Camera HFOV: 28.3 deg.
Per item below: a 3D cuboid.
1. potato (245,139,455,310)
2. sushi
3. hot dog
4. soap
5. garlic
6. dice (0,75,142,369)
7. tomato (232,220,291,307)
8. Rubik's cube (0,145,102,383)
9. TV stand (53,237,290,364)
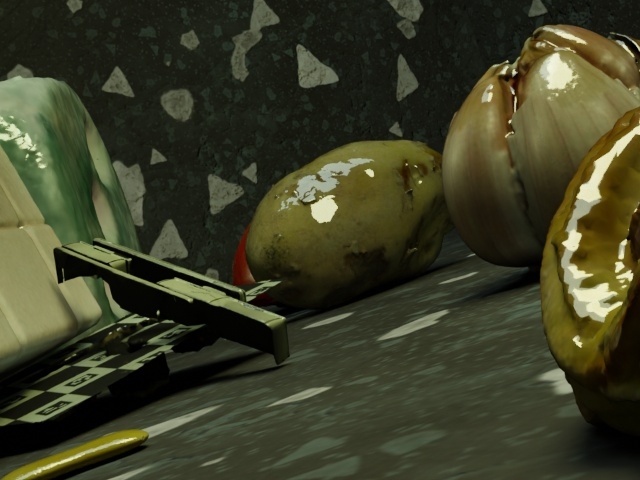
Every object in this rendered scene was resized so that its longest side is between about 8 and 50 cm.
[{"bbox_3d":[0.035,-0.022,1.381,0.262,0.164,0.165,-18,1,-29],"label":"potato"},{"bbox_3d":[-0.166,0.108,1.026,0.193,0.043,0.279,-11,13,40],"label":"sushi"},{"bbox_3d":[0.178,-0.027,0.409,0.259,0.114,0.175,-17,0,-29],"label":"hot dog"},{"bbox_3d":[-0.137,0.121,0.703,0.089,0.012,0.034,-18,1,-25],"label":"soap"},{"bbox_3d":[0.200,-0.059,0.950,0.214,0.191,0.160,-4,33,32],"label":"garlic"},{"bbox_3d":[-0.381,0.017,1.349,0.331,0.348,0.328,-19,2,2],"label":"dice"},{"bbox_3d":[0.000,0.000,1.561,0.200,0.139,0.233,-9,5,36],"label":"tomato"},{"bbox_3d":[-0.415,0.022,1.021,0.322,0.315,0.319,-31,-1,6],"label":"Rubik's cube"},{"bbox_3d":[-0.116,0.044,0.987,0.249,0.036,0.042,17,28,40],"label":"TV stand"}]
